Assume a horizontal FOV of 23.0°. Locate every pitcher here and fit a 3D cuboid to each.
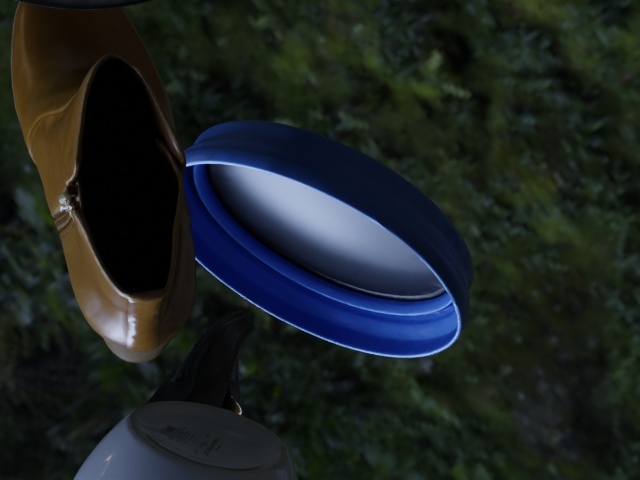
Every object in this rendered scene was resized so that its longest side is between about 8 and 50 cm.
[{"bbox_3d":[-0.085,0.198,0.773,0.125,0.207,0.178,17,-166,5],"label":"pitcher"}]

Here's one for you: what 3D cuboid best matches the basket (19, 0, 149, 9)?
[{"bbox_3d":[-0.084,-0.238,0.762,0.227,0.204,0.154,-41,69,50],"label":"basket"}]

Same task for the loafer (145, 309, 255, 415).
[{"bbox_3d":[-0.087,0.118,1.196,0.061,0.062,0.170,35,-137,2],"label":"loafer"}]

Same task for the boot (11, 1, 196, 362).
[{"bbox_3d":[-0.129,-0.077,0.965,0.211,0.104,0.295,113,144,-69],"label":"boot"}]

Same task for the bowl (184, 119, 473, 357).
[{"bbox_3d":[0.000,0.000,1.844,0.391,0.077,0.391,23,155,11],"label":"bowl"}]
